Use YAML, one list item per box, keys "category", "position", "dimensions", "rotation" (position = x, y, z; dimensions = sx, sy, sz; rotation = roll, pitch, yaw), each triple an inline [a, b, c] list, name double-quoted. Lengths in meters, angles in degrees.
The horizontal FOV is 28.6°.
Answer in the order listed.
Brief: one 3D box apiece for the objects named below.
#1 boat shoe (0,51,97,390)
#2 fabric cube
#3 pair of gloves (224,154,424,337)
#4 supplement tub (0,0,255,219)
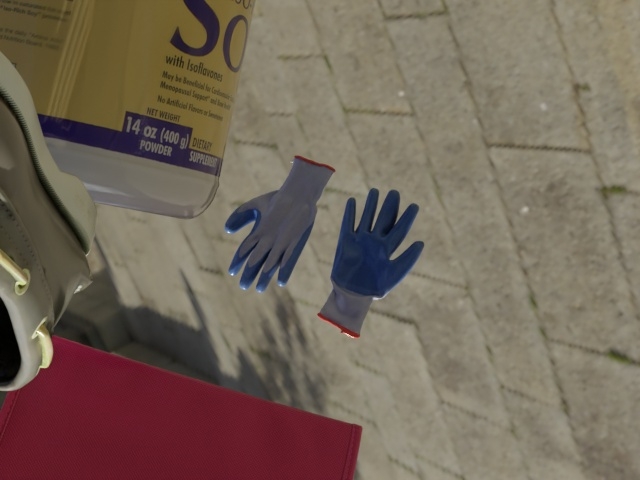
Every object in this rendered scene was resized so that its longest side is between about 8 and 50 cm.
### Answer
- category: "boat shoe"
  position: [-0.163, -0.014, 0.485]
  dimensions: [0.305, 0.109, 0.091]
  rotation: [69, -151, -71]
- category: "fabric cube"
  position: [-0.141, 0.262, 0.962]
  dimensions: [0.258, 0.254, 0.259]
  rotation: [16, 148, -5]
- category: "pair of gloves"
  position: [0.000, 0.000, 1.286]
  dimensions: [0.198, 0.159, 0.023]
  rotation: [25, 169, 15]
- category: "supplement tub"
  position: [-0.165, -0.197, 0.928]
  dimensions: [0.241, 0.241, 0.331]
  rotation: [13, 91, 60]
